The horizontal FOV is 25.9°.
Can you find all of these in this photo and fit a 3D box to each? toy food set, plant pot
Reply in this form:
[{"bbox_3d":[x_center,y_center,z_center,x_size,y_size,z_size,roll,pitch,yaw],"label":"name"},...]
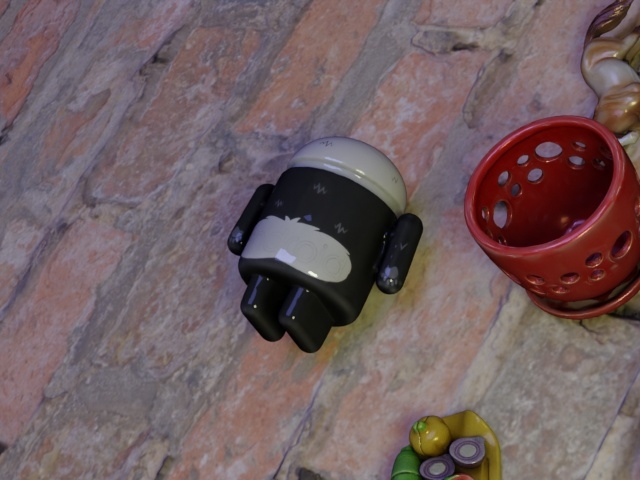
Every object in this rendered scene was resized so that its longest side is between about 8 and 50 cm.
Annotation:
[{"bbox_3d":[0.128,0.276,1.529,0.128,0.071,0.218,-18,48,26],"label":"toy food set"},{"bbox_3d":[0.283,-0.018,1.565,0.191,0.174,0.191,-22,46,24],"label":"plant pot"}]

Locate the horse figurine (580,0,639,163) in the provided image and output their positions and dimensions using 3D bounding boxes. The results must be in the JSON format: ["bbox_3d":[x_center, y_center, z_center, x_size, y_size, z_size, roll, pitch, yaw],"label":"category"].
[{"bbox_3d":[0.388,-0.210,1.722,0.174,0.066,0.263,-24,47,13],"label":"horse figurine"}]

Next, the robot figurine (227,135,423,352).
[{"bbox_3d":[0.002,0.002,1.780,0.278,0.209,0.173,-65,9,-21],"label":"robot figurine"}]
